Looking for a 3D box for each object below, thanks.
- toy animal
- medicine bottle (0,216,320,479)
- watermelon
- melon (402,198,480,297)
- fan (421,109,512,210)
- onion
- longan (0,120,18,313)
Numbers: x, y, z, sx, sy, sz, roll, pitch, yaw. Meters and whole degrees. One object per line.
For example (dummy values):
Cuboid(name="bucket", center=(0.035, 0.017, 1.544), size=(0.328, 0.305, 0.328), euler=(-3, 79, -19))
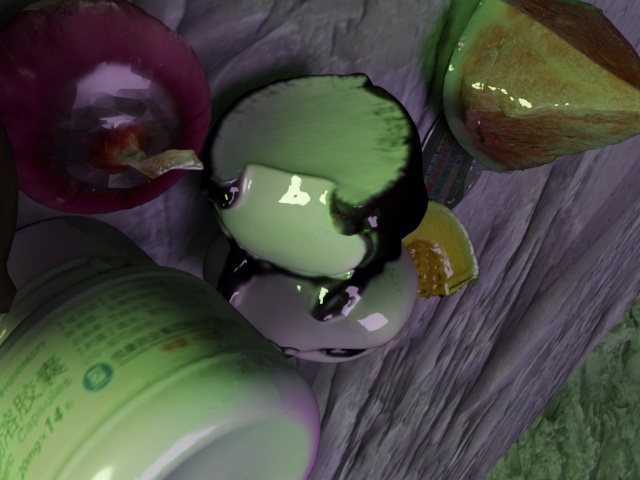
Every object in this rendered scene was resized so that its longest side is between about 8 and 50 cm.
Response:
Cuboid(name="toy animal", center=(0.000, 0.000, 0.717), size=(0.251, 0.251, 0.310), euler=(-32, 147, -27))
Cuboid(name="medicine bottle", center=(-0.175, 0.133, 0.569), size=(0.241, 0.302, 0.241), euler=(-28, 137, -30))
Cuboid(name="watermelon", center=(0.320, -0.249, 0.871), size=(0.283, 0.292, 0.250), euler=(16, 75, -51))
Cuboid(name="melon", center=(0.098, 0.025, 0.954), size=(0.265, 0.129, 0.169), euler=(-25, 114, -30))
Cuboid(name="fan", center=(0.242, -0.150, 1.050), size=(0.294, 0.012, 0.223), euler=(-29, 136, -30))
Cuboid(name="onion", center=(-0.175, -0.102, 0.506), size=(0.177, 0.153, 0.177), euler=(-1, 136, -1))
Cuboid(name="longan", center=(-0.306, -0.014, 0.331), size=(0.297, 0.297, 0.297), euler=(-29, 138, -30))
